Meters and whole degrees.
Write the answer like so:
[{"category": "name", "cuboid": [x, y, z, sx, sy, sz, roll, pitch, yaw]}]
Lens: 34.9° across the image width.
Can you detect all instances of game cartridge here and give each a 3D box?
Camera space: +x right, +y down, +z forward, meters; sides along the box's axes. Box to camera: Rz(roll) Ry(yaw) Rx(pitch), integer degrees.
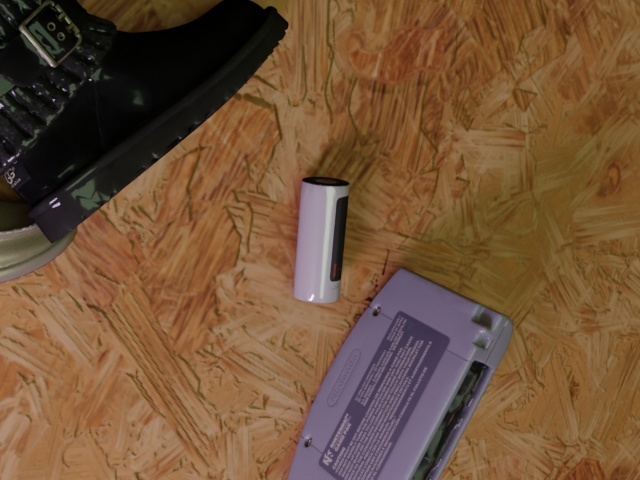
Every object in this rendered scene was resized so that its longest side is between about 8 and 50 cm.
[{"category": "game cartridge", "cuboid": [0.079, 0.185, 1.154, 0.062, 0.198, 0.297, 28, 89, -32]}]

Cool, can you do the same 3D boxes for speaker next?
[{"category": "speaker", "cuboid": [0.000, 0.000, 1.143, 0.055, 0.055, 0.136, -2, 104, -30]}]

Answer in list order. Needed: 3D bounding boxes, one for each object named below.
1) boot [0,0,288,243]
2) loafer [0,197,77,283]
[{"category": "boot", "cuboid": [-0.208, -0.194, 0.927, 0.260, 0.131, 0.348, 51, 56, -10]}, {"category": "loafer", "cuboid": [-0.351, -0.009, 0.909, 0.268, 0.102, 0.092, -12, 115, -26]}]
